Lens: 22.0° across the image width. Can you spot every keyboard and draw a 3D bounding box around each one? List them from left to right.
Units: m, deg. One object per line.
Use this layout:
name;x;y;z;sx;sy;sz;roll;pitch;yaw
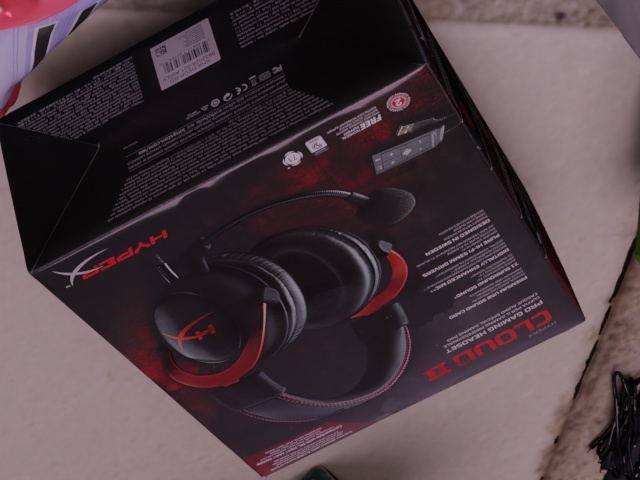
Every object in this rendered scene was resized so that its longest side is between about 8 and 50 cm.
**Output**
keyboard;0.241;0.143;1.151;0.100;0.038;0.192;1;131;-12

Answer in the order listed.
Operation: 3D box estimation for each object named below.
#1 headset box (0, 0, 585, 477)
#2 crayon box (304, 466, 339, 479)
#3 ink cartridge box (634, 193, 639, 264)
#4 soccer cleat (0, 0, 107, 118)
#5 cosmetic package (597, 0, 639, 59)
headset box;0.000;0.000;0.894;0.218;0.110;0.293;-27;142;9
crayon box;-0.039;0.328;1.071;0.318;0.202;0.081;-48;129;-4
ink cartridge box;0.287;-0.104;0.910;0.188;0.097;0.255;1;97;-13
soccer cleat;-0.165;-0.106;0.824;0.248;0.083;0.095;-36;159;14
cosmetic package;0.337;-0.237;0.712;0.453;0.161;0.230;-20;134;-2
